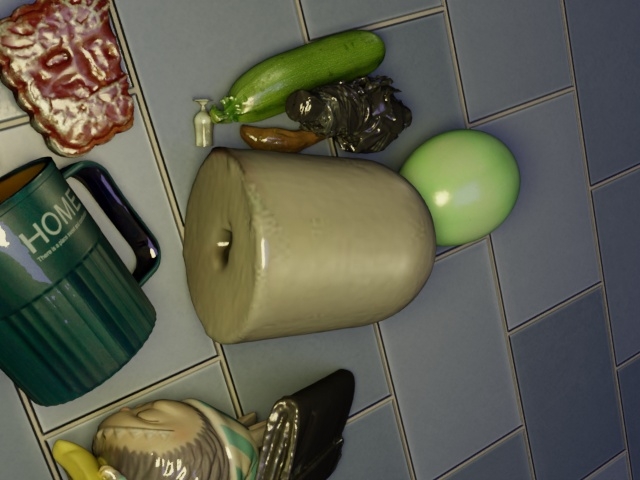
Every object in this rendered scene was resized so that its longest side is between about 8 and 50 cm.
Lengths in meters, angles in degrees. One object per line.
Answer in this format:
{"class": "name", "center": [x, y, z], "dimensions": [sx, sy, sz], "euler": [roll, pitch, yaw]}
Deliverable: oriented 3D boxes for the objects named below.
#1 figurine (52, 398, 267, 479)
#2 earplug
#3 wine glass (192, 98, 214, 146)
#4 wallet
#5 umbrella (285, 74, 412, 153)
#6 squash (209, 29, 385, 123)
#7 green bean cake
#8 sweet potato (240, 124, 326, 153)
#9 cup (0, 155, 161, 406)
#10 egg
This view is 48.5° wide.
{"class": "figurine", "center": [-0.177, 0.388, 1.149], "dimensions": [0.377, 0.361, 0.266], "euler": [-31, 149, -27]}
{"class": "earplug", "center": [0.000, 0.000, 1.214], "dimensions": [0.394, 0.312, 0.313], "euler": [-3, 99, -31]}
{"class": "wine glass", "center": [-0.203, -0.202, 1.222], "dimensions": [0.038, 0.042, 0.083], "euler": [2, 100, 0]}
{"class": "wallet", "center": [-0.020, 0.359, 1.248], "dimensions": [0.406, 0.062, 0.229], "euler": [12, 89, -74]}
{"class": "umbrella", "center": [0.036, -0.219, 1.257], "dimensions": [0.336, 0.128, 0.154], "euler": [-16, 151, -48]}
{"class": "squash", "center": [-0.035, -0.294, 1.269], "dimensions": [0.378, 0.101, 0.101], "euler": [-30, 111, -23]}
{"class": "green bean cake", "center": [-0.376, -0.257, 1.084], "dimensions": [0.198, 0.097, 0.233], "euler": [-33, 111, -21]}
{"class": "sweet potato", "center": [-0.059, -0.184, 1.299], "dimensions": [0.182, 0.054, 0.053], "euler": [-6, 110, -31]}
{"class": "cup", "center": [-0.409, 0.051, 1.062], "dimensions": [0.242, 0.308, 0.292], "euler": [-26, 114, 11]}
{"class": "egg", "center": [0.264, -0.102, 1.394], "dimensions": [0.269, 0.220, 0.220], "euler": [-28, 110, -19]}
